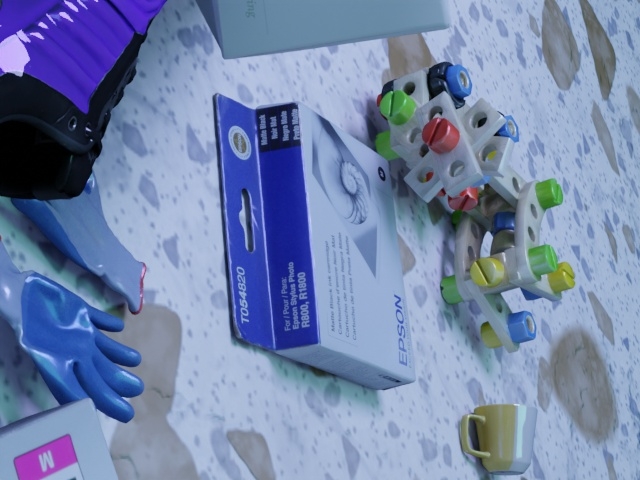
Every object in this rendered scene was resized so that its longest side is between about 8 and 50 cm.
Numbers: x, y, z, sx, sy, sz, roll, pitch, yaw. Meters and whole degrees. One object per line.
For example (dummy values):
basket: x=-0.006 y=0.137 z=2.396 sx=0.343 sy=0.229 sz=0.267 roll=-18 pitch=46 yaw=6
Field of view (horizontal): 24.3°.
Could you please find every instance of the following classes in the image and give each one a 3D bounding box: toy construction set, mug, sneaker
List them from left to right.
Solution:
sneaker: x=-0.146 y=-0.095 z=0.774 sx=0.293 sy=0.102 sz=0.146 roll=-34 pitch=111 yaw=-57
toy construction set: x=0.142 y=-0.048 z=1.443 sx=0.327 sy=0.151 sz=0.215 roll=54 pitch=32 yaw=-55
mug: x=0.174 y=0.196 z=1.459 sx=0.062 sy=0.078 sz=0.064 roll=90 pitch=1 yaw=-74

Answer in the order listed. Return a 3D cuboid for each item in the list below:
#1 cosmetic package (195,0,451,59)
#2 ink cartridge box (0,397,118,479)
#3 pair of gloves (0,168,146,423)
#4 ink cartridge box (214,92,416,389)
cosmetic package: x=-0.028 y=-0.266 z=1.040 sx=0.365 sy=0.155 sz=0.197 roll=-115 pitch=-163 yaw=-69
ink cartridge box: x=-0.183 y=0.234 z=0.794 sx=0.275 sy=0.060 sz=0.238 roll=-19 pitch=90 yaw=-62
pair of gloves: x=-0.161 y=0.018 z=0.969 sx=0.159 sy=0.023 sz=0.198 roll=52 pitch=27 yaw=-37
ink cartridge box: x=0.000 y=0.000 z=1.261 sx=0.224 sy=0.045 sz=0.223 roll=25 pitch=53 yaw=-54
